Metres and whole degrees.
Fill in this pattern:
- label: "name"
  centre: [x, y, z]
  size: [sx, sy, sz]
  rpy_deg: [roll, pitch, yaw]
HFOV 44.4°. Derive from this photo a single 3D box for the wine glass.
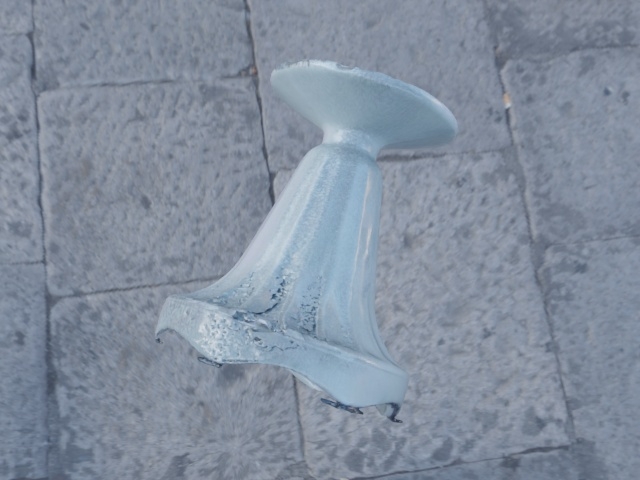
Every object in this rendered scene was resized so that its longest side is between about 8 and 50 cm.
- label: "wine glass"
  centre: [0.000, 0.000, 0.506]
  size: [0.165, 0.165, 0.196]
  rpy_deg: [18, 79, -1]
